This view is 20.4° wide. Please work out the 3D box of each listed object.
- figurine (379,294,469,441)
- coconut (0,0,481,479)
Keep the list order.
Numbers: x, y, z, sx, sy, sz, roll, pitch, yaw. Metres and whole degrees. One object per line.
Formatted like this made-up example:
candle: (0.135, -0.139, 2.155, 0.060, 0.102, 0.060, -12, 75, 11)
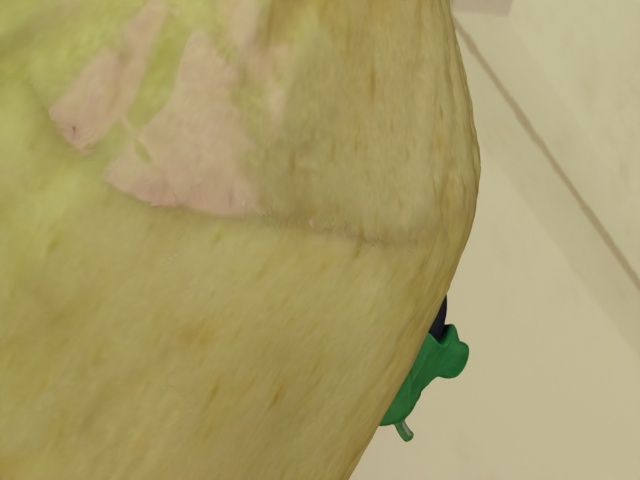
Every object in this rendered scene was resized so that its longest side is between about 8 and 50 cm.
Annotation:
figurine: (0.000, 0.000, 0.804, 0.111, 0.102, 0.195, -30, 100, -39)
coconut: (-0.111, -0.004, 0.528, 0.328, 0.328, 0.329, 20, 64, -48)
